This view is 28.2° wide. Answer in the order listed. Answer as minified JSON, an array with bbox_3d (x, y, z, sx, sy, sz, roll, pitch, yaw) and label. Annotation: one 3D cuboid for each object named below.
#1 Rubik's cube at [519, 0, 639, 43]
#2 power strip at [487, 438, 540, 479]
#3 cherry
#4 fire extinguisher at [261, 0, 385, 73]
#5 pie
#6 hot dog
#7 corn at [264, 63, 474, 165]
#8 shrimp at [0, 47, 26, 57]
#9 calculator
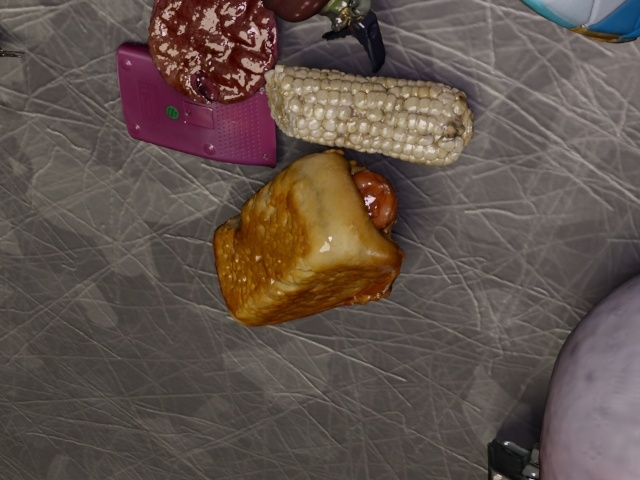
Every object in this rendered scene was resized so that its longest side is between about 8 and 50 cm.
[{"bbox_3d":[0.205,-0.309,1.033,0.254,0.254,0.254,13,130,17],"label":"Rubik's cube"},{"bbox_3d":[0.289,0.270,1.417,0.213,0.198,0.064,25,94,5],"label":"power strip"},{"bbox_3d":[0.355,0.176,1.210,0.291,0.335,0.326,33,111,21],"label":"cherry"},{"bbox_3d":[-0.056,-0.285,1.200,0.344,0.102,0.138,42,164,-10],"label":"fire extinguisher"},{"bbox_3d":[-0.107,-0.211,1.293,0.153,0.038,0.153,5,108,16],"label":"pie"},{"bbox_3d":[0.000,0.000,1.333,0.256,0.153,0.150,-37,66,56],"label":"hot dog"},{"bbox_3d":[0.045,-0.122,1.249,0.211,0.087,0.087,7,130,0],"label":"corn"},{"bbox_3d":[-0.433,-0.219,1.446,0.233,0.079,0.090,9,164,17],"label":"shrimp"},{"bbox_3d":[-0.136,-0.144,1.383,0.190,0.034,0.127,12,131,19],"label":"calculator"}]
